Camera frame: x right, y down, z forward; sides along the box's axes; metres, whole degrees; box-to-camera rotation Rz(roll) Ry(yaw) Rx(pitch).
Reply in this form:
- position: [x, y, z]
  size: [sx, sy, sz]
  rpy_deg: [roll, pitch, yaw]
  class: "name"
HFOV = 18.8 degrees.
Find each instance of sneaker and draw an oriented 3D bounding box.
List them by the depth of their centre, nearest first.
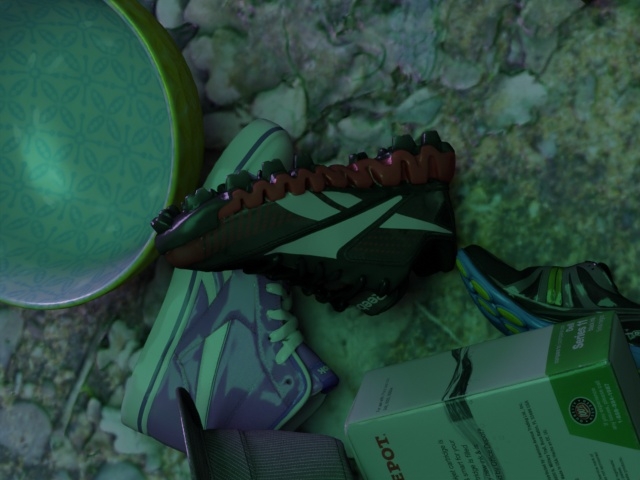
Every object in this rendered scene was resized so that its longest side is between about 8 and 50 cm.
- position: [0.000, 0.000, 1.513]
  size: [0.098, 0.276, 0.135]
  rpy_deg: [-19, 84, 57]
  class: "sneaker"
- position: [0.192, 0.048, 1.516]
  size: [0.188, 0.067, 0.078]
  rpy_deg: [23, 68, 26]
  class: "sneaker"
- position: [-0.041, 0.051, 1.593]
  size: [0.161, 0.102, 0.282]
  rpy_deg: [20, 93, 18]
  class: "sneaker"

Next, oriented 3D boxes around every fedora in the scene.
- position: [-0.024, 0.234, 1.472]
  size: [0.124, 0.275, 0.243]
  rpy_deg: [-11, 32, -5]
  class: "fedora"

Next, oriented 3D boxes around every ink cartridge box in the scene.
- position: [0.143, 0.156, 1.454]
  size: [0.208, 0.087, 0.153]
  rpy_deg: [-15, 112, 18]
  class: "ink cartridge box"

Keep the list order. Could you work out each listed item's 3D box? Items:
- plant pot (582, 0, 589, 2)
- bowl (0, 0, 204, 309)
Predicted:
- position: [0.209, -0.237, 1.561]
  size: [0.083, 0.083, 0.079]
  rpy_deg: [-38, 80, 11]
  class: "plant pot"
- position: [-0.203, -0.093, 1.634]
  size: [0.289, 0.156, 0.289]
  rpy_deg: [5, 100, 28]
  class: "bowl"
